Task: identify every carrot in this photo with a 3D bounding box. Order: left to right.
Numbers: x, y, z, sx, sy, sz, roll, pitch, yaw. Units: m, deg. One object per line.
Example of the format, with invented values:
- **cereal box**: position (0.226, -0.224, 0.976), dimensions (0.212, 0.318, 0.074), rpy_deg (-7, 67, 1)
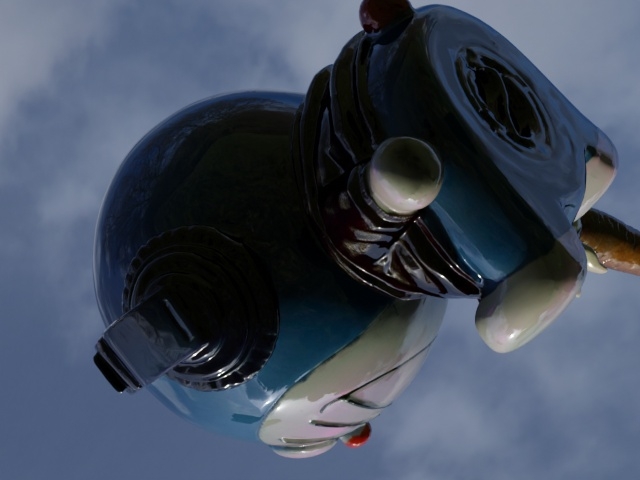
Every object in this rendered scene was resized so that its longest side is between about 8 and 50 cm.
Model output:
- **carrot**: position (0.286, 0.015, 1.080), dimensions (0.191, 0.047, 0.047), rpy_deg (20, -119, -27)

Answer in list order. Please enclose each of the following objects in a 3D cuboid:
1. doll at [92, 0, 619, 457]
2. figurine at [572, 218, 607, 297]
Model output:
- **doll**: position (0.000, 0.000, 0.752), dimensions (0.240, 0.310, 0.284), rpy_deg (54, -146, 2)
- **figurine**: position (0.160, -0.032, 0.933), dimensions (0.146, 0.081, 0.098), rpy_deg (48, -164, -36)
